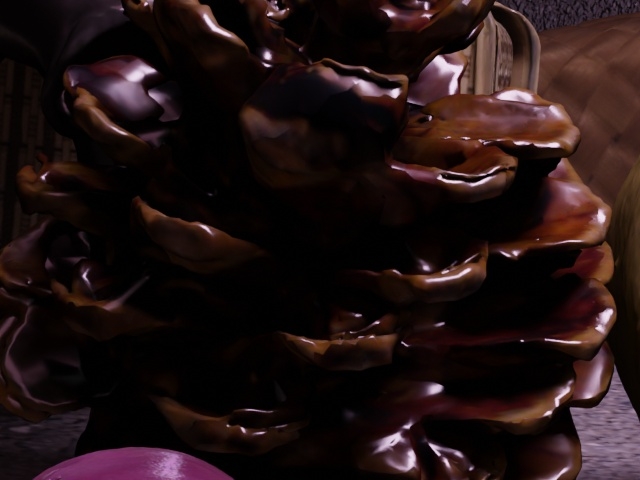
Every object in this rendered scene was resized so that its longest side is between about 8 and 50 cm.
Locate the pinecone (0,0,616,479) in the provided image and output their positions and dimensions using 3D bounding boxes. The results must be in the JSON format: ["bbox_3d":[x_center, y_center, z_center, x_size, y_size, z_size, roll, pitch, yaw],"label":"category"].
[{"bbox_3d":[-0.010,0.000,0.743,0.243,0.257,0.243,-10,12,2],"label":"pinecone"}]

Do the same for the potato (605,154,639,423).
[{"bbox_3d":[0.213,0.056,0.770,0.246,0.196,0.300,29,-22,8],"label":"potato"}]

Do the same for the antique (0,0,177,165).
[{"bbox_3d":[-0.099,-0.151,0.894,0.255,0.322,0.185,53,16,30],"label":"antique"}]

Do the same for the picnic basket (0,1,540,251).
[{"bbox_3d":[-0.044,-0.036,1.081,0.312,0.228,0.175,6,5,9],"label":"picnic basket"}]

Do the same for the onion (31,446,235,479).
[{"bbox_3d":[-0.038,0.107,0.484,0.115,0.104,0.115,43,-1,1],"label":"onion"}]

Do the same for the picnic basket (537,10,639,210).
[{"bbox_3d":[0.277,-0.056,1.422,0.321,0.254,0.291,-6,4,17],"label":"picnic basket"}]
